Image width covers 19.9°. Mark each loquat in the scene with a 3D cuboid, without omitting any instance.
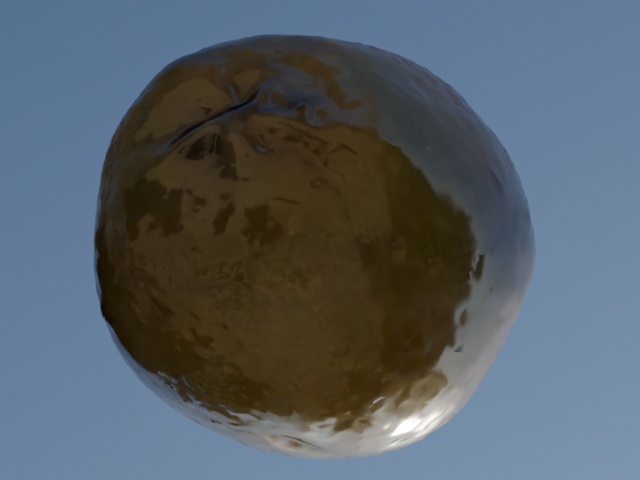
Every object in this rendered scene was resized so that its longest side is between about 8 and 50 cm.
[{"bbox_3d":[0.000,0.000,1.140,0.276,0.276,0.284,-26,-33,6],"label":"loquat"}]
